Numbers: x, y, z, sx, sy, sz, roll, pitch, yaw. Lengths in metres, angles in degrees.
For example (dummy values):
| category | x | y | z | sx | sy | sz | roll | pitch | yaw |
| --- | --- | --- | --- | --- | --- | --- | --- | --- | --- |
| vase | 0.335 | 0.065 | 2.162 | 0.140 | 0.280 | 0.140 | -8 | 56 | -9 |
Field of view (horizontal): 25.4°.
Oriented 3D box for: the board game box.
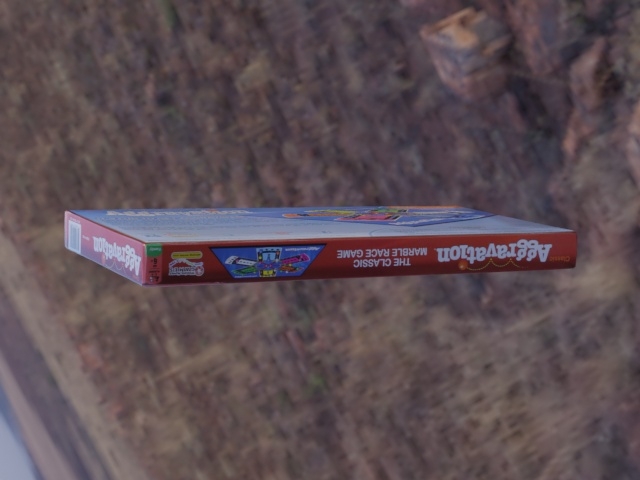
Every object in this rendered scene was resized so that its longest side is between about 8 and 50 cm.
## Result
| category | x | y | z | sx | sy | sz | roll | pitch | yaw |
| --- | --- | --- | --- | --- | --- | --- | --- | --- | --- |
| board game box | 0.000 | 0.000 | 0.869 | 0.145 | 0.281 | 0.027 | 19 | 109 | 62 |
